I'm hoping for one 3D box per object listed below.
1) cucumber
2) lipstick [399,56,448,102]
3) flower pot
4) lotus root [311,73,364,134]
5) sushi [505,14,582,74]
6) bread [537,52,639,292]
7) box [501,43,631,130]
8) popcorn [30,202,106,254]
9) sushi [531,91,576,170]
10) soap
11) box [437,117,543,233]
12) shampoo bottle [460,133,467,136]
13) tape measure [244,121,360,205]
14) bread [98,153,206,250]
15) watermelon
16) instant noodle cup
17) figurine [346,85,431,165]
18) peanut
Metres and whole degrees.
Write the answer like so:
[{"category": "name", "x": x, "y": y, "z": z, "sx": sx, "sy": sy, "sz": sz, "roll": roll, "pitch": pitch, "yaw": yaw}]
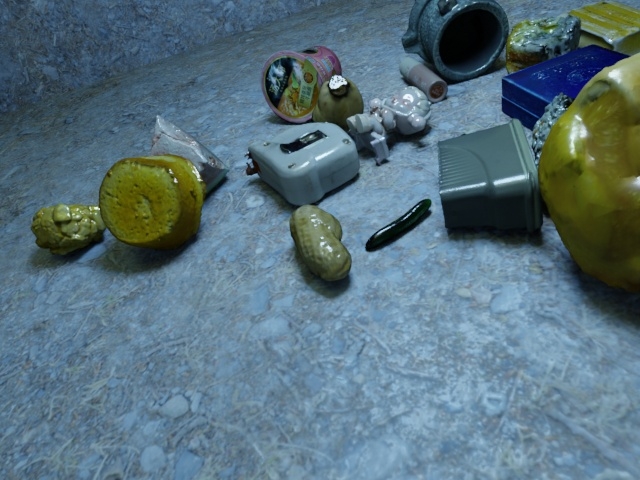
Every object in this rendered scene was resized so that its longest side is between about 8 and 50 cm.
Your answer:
[{"category": "cucumber", "x": 0.171, "y": -0.034, "z": 0.924, "sx": 0.184, "sy": 0.033, "sz": 0.036, "roll": -34, "pitch": 60, "yaw": -15}, {"category": "lipstick", "x": 0.328, "y": -0.525, "z": 1.398, "sx": 0.070, "sy": 0.070, "sz": 0.255, "roll": -18, "pitch": 39, "yaw": 1}, {"category": "flower pot", "x": 0.415, "y": -0.684, "z": 1.390, "sx": 0.298, "sy": 0.299, "sz": 0.283, "roll": -14, "pitch": 47, "yaw": 6}, {"category": "lotus root", "x": 0.046, "y": -0.374, "z": 1.247, "sx": 0.154, "sy": 0.257, "sz": 0.140, "roll": -30, "pitch": 80, "yaw": -5}, {"category": "sushi", "x": 0.643, "y": -0.557, "z": 1.257, "sx": 0.184, "sy": 0.140, "sz": 0.274, "roll": 11, "pitch": 51, "yaw": 35}, {"category": "bread", "x": 0.547, "y": -0.104, "z": 0.651, "sx": 0.393, "sy": 0.250, "sz": 0.361, "roll": -18, "pitch": 73, "yaw": 5}, {"category": "box", "x": 0.636, "y": -0.358, "z": 1.053, "sx": 0.261, "sy": 0.116, "sz": 0.279, "roll": -21, "pitch": 38, "yaw": 0}, {"category": "popcorn", "x": -0.694, "y": -0.034, "z": 1.189, "sx": 0.194, "sy": 0.141, "sz": 0.163, "roll": -8, "pitch": 9, "yaw": -4}, {"category": "sushi", "x": 0.497, "y": -0.175, "z": 0.853, "sx": 0.126, "sy": 0.136, "sz": 0.225, "roll": 8, "pitch": 62, "yaw": -4}, {"category": "soap", "x": 0.863, "y": -0.632, "z": 1.294, "sx": 0.173, "sy": 0.089, "sz": 0.274, "roll": -16, "pitch": 40, "yaw": 3}, {"category": "box", "x": 0.341, "y": -0.126, "z": 0.895, "sx": 0.178, "sy": 0.138, "sz": 0.274, "roll": -8, "pitch": 37, "yaw": 22}, {"category": "shampoo bottle", "x": 0.396, "y": -0.230, "z": 1.063, "sx": 0.048, "sy": 0.027, "sz": 0.137, "roll": -30, "pitch": 41, "yaw": -10}, {"category": "tape measure", "x": -0.046, "y": -0.217, "z": 1.150, "sx": 0.265, "sy": 0.130, "sz": 0.258, "roll": -31, "pitch": 39, "yaw": -15}, {"category": "bread", "x": -0.417, "y": -0.092, "z": 1.072, "sx": 0.268, "sy": 0.269, "sz": 0.145, "roll": -9, "pitch": 1, "yaw": 12}, {"category": "watermelon", "x": -0.396, "y": -0.212, "z": 1.226, "sx": 0.193, "sy": 0.232, "sz": 0.310, "roll": 39, "pitch": 47, "yaw": 6}, {"category": "instant noodle cup", "x": -0.044, "y": -0.555, "z": 1.481, "sx": 0.243, "sy": 0.244, "sz": 0.255, "roll": 5, "pitch": 37, "yaw": 26}, {"category": "figurine", "x": 0.209, "y": -0.328, "z": 1.181, "sx": 0.256, "sy": 0.145, "sz": 0.182, "roll": -33, "pitch": 21, "yaw": -12}, {"category": "peanut", "x": 0.000, "y": 0.000, "z": 0.902, "sx": 0.108, "sy": 0.095, "sz": 0.226, "roll": -25, "pitch": 40, "yaw": -1}]
